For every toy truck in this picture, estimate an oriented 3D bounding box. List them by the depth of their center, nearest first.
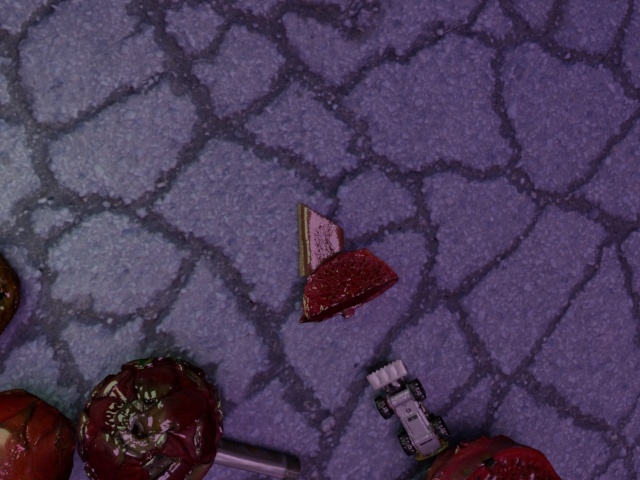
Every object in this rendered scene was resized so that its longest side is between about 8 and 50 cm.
[{"bbox_3d":[0.232,0.445,1.415,0.136,0.111,0.285,-29,94,6],"label":"toy truck"}]

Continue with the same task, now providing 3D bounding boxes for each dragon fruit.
[{"bbox_3d":[-0.672,0.478,1.135,0.296,0.295,0.301,36,55,-10],"label":"dragon fruit"},{"bbox_3d":[-0.370,0.412,1.192,0.329,0.329,0.329,0,90,-12],"label":"dragon fruit"},{"bbox_3d":[0.412,0.668,1.376,0.386,0.249,0.370,-20,100,-18],"label":"dragon fruit"},{"bbox_3d":[0.057,0.121,1.380,0.274,0.161,0.126,-26,67,-2],"label":"dragon fruit"}]

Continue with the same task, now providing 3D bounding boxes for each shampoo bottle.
[{"bbox_3d":[-0.165,0.551,1.343,0.227,0.086,0.055,19,88,-10],"label":"shampoo bottle"}]

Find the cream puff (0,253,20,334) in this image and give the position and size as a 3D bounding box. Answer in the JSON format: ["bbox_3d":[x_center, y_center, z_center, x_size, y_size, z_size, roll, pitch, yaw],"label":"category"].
[{"bbox_3d":[-0.827,0.128,1.141,0.303,0.212,0.303,-1,94,-8],"label":"cream puff"}]

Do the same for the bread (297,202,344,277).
[{"bbox_3d":[0.000,0.000,1.384,0.119,0.067,0.192,0,89,-4],"label":"bread"}]
